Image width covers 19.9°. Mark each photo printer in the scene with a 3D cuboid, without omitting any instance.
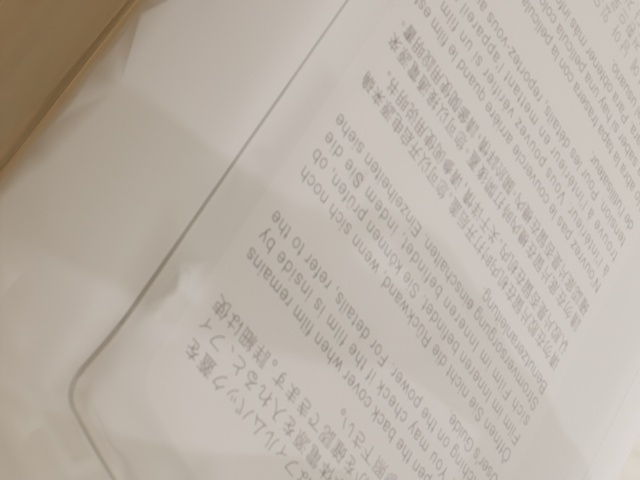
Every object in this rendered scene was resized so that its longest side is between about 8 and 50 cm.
[{"bbox_3d":[0.000,0.000,0.527,0.256,0.107,0.307,53,55,-33],"label":"photo printer"}]
